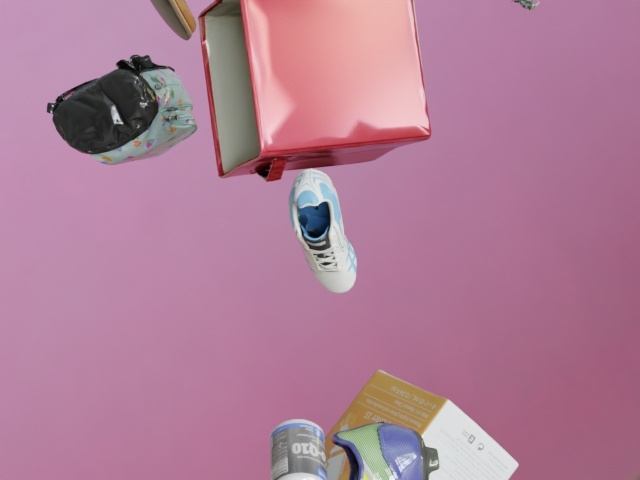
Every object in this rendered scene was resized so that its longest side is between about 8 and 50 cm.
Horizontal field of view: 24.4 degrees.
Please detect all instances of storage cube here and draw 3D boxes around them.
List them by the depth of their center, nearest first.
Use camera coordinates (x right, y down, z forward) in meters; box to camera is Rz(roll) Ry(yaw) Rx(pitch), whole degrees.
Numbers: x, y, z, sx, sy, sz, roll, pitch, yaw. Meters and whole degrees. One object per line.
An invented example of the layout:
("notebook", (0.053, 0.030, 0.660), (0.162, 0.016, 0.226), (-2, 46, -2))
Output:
("storage cube", (-0.010, -0.177, 1.601), (0.193, 0.215, 0.183), (-8, 177, -18))

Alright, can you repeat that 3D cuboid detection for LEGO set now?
("LEGO set", (0.299, -0.362, 2.199), (0.083, 0.054, 0.023), (-85, -166, -56))

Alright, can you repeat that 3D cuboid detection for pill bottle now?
("pill bottle", (-0.029, 0.316, 1.997), (0.078, 0.078, 0.137), (-29, -141, 21))

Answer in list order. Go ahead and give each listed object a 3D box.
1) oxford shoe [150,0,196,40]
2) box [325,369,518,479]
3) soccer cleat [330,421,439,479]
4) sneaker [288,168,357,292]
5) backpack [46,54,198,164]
("oxford shoe", (-0.218, -0.386, 2.084), (0.076, 0.212, 0.076), (-32, -161, -21))
("box", (0.080, 0.386, 2.125), (0.345, 0.168, 0.215), (-52, -155, -12))
("soccer cleat", (0.044, 0.320, 1.431), (0.121, 0.289, 0.093), (6, 173, -15))
("sneaker", (0.000, 0.000, 2.235), (0.085, 0.237, 0.086), (-2, -137, 17))
("backpack", (-0.237, -0.161, 1.871), (0.152, 0.115, 0.182), (-20, 180, 21))
